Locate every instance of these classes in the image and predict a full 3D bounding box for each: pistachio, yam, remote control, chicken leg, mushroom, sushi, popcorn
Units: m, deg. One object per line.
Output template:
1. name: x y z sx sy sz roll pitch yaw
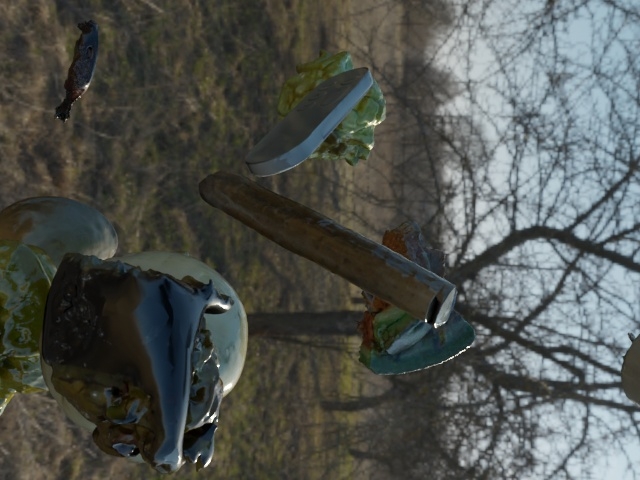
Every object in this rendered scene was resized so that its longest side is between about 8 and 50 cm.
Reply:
1. pistachio: -0.549 0.006 1.436 0.260 0.162 0.213 -36 126 -42
2. yam: 0.000 0.000 0.633 0.046 0.264 0.046 -50 157 -30
3. remote control: -0.007 -0.140 0.792 0.245 0.077 0.022 -53 126 -46
4. chicken leg: -0.551 -0.374 1.577 0.253 0.051 0.106 -61 -142 23
5. mushroom: -0.253 0.193 1.044 0.314 0.314 0.336 -79 174 -53
6. sushi: -0.193 0.131 0.759 0.200 0.213 0.204 26 74 -54
7. popcorn: 0.022 -0.214 1.187 0.167 0.187 0.185 -49 162 -31

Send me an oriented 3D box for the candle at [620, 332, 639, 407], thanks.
1. candle: 0.597 0.218 1.143 0.330 0.187 0.187 -140 -135 -60

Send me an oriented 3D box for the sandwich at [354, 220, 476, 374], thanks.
1. sandwich: 0.192 0.109 1.409 0.162 0.250 0.301 151 -69 -73

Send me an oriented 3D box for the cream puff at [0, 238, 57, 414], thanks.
1. cream puff: -0.535 0.126 1.059 0.274 0.269 0.323 -65 134 -72
